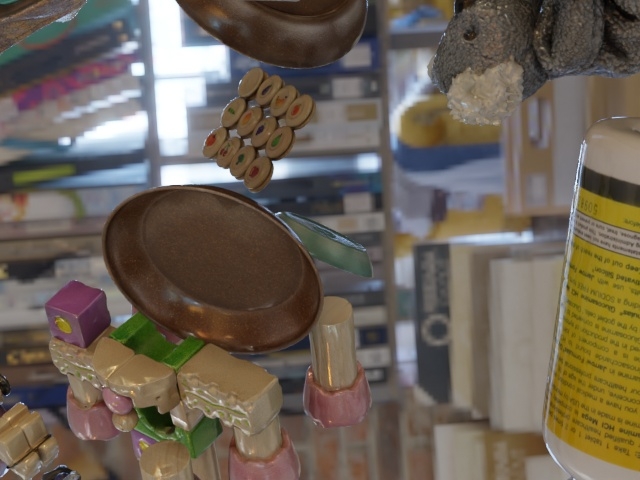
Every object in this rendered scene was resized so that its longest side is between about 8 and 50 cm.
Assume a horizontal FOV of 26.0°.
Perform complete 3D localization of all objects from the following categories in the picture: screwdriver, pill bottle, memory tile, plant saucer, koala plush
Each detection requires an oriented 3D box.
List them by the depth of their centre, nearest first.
[{"bbox_3d":[-0.130,0.127,0.726,0.170,0.025,0.024,146,125,-68],"label":"screwdriver"},{"bbox_3d":[0.269,0.084,1.050,0.188,0.187,0.334,-113,29,-75],"label":"pill bottle"},{"bbox_3d":[-0.089,0.018,1.186,0.199,0.198,0.036,92,-166,-46],"label":"plant saucer"},{"bbox_3d":[0.000,0.000,1.297,0.021,0.119,0.119,-65,10,7],"label":"plant saucer"},{"bbox_3d":[0.210,-0.206,1.408,0.203,0.221,0.196,52,-174,-24],"label":"koala plush"},{"bbox_3d":[-0.065,-0.116,1.412,0.113,0.012,0.148,-55,34,2],"label":"memory tile"},{"bbox_3d":[-0.065,-0.351,1.691,0.050,0.310,0.311,-44,43,46],"label":"plant saucer"}]

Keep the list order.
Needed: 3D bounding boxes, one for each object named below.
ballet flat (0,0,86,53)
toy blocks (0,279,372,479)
[{"bbox_3d":[-0.270,-0.208,1.179,0.106,0.316,0.108,21,-134,-63],"label":"ballet flat"},{"bbox_3d":[-0.144,0.193,1.293,0.309,0.288,0.260,-43,-38,-38],"label":"toy blocks"}]
